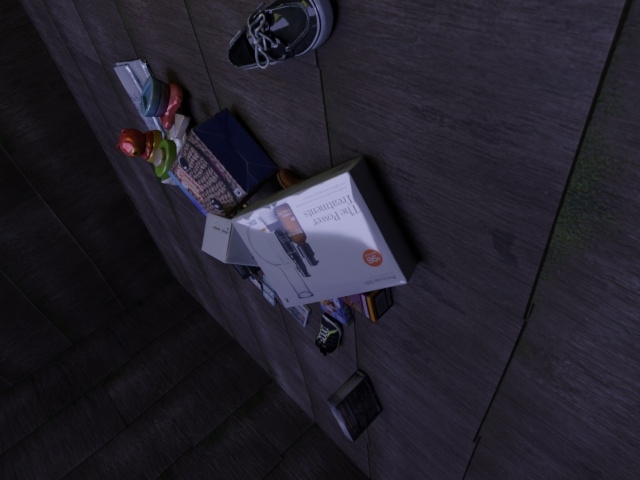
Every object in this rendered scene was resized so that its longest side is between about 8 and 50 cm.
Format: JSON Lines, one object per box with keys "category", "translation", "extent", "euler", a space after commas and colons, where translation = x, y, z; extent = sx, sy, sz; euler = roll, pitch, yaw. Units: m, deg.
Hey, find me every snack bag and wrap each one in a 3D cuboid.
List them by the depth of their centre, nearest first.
{"category": "snack bag", "translation": [-0.680, -0.547, 1.764], "extent": [0.342, 0.037, 0.323], "euler": [22, 141, 48]}

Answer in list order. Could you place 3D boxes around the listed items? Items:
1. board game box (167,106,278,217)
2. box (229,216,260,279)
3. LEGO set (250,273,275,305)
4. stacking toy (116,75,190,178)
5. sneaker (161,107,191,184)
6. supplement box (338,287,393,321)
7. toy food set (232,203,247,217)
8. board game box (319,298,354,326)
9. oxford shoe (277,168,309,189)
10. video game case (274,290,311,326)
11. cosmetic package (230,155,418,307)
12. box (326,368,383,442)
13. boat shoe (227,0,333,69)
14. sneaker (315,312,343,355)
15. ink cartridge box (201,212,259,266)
{"category": "board game box", "translation": [-0.302, -0.210, 1.351], "extent": [0.232, 0.141, 0.291], "euler": [49, 146, -7]}
{"category": "box", "translation": [-0.339, 0.023, 1.852], "extent": [0.261, 0.103, 0.184], "euler": [54, 158, -3]}
{"category": "LEGO set", "translation": [-0.304, 0.187, 2.069], "extent": [0.244, 0.060, 0.182], "euler": [41, 149, 24]}
{"category": "stacking toy", "translation": [-0.556, -0.366, 1.463], "extent": [0.279, 0.130, 0.309], "euler": [54, 125, 41]}
{"category": "sneaker", "translation": [-0.533, -0.329, 1.608], "extent": [0.114, 0.152, 0.305], "euler": [-111, 21, -55]}
{"category": "supplement box", "translation": [0.103, 0.130, 1.251], "extent": [0.188, 0.081, 0.104], "euler": [29, 147, 40]}
{"category": "toy food set", "translation": [-0.314, -0.098, 1.685], "extent": [0.218, 0.071, 0.128], "euler": [56, 155, -7]}
{"category": "board game box", "translation": [0.036, 0.185, 1.497], "extent": [0.136, 0.035, 0.201], "euler": [28, 146, 43]}
{"category": "oxford shoe", "translation": [-0.033, -0.136, 1.176], "extent": [0.212, 0.076, 0.076], "euler": [43, 124, 26]}
{"category": "video game case", "translation": [-0.121, 0.260, 1.885], "extent": [0.201, 0.023, 0.183], "euler": [43, 154, 17]}
{"category": "cosmetic package", "translation": [0.000, 0.000, 1.072], "extent": [0.377, 0.097, 0.284], "euler": [-18, 112, 37]}
{"category": "box", "translation": [0.140, 0.651, 1.761], "extent": [0.056, 0.183, 0.231], "euler": [19, 140, 51]}
{"category": "boat shoe", "translation": [-0.095, -0.398, 0.863], "extent": [0.306, 0.105, 0.113], "euler": [16, 137, 53]}
{"category": "sneaker", "translation": [0.026, 0.367, 1.681], "extent": [0.084, 0.097, 0.234], "euler": [34, 150, 34]}
{"category": "ink cartridge box", "translation": [-0.177, 0.007, 1.317], "extent": [0.211, 0.289, 0.121], "euler": [15, 95, 57]}
